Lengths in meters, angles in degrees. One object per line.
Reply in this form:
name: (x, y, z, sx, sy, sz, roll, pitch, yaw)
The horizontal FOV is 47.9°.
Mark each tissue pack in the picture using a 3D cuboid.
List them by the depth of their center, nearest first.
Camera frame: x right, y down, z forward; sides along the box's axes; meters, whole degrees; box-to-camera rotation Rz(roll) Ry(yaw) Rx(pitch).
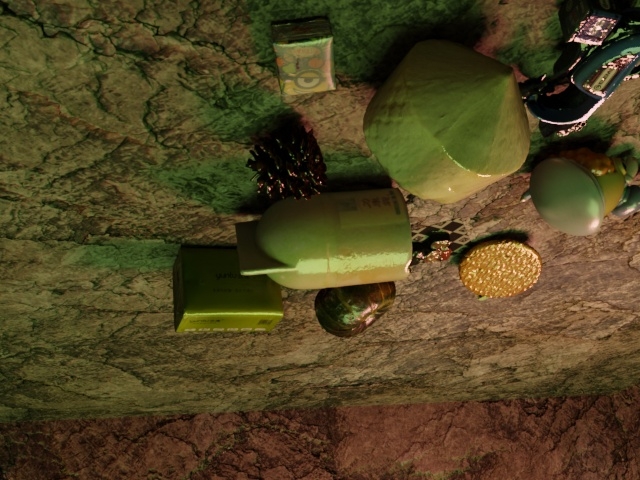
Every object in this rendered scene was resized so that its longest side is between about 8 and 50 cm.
tissue pack: (-0.029, -0.331, 1.311, 0.109, 0.060, 0.148, -9, 153, -2)
tissue pack: (-0.259, 0.139, 1.988, 0.275, 0.200, 0.167, 3, 152, -21)

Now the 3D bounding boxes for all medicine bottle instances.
medicine bottle: (0.000, 0.000, 1.758, 0.406, 0.235, 0.235, -5, 152, -8)

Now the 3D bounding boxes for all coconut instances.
coconut: (0.245, -0.231, 1.348, 0.329, 0.328, 0.328, -6, 152, -3)

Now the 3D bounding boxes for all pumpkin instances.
pumpkin: (0.094, 0.169, 2.174, 0.260, 0.189, 0.260, -34, 161, -13)

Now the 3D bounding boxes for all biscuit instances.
biscuit: (0.545, 0.085, 2.190, 0.254, 0.035, 0.254, 4, 134, 4)

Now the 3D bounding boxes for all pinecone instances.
pinecone: (-0.077, -0.158, 1.525, 0.165, 0.162, 0.163, -8, 154, 19)

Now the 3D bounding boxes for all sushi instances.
sushi: (0.328, 0.030, 2.106, 0.220, 0.047, 0.231, -16, 152, 15)

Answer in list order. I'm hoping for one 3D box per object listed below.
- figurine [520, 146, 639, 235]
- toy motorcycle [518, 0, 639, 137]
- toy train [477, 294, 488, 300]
figurine: (0.707, -0.114, 1.774, 0.382, 0.205, 0.224, 0, 163, -17)
toy motorcycle: (0.490, -0.328, 1.406, 0.213, 0.125, 0.358, 8, 147, -12)
toy train: (0.590, 0.112, 2.297, 0.053, 0.085, 0.250, -7, 157, -41)
